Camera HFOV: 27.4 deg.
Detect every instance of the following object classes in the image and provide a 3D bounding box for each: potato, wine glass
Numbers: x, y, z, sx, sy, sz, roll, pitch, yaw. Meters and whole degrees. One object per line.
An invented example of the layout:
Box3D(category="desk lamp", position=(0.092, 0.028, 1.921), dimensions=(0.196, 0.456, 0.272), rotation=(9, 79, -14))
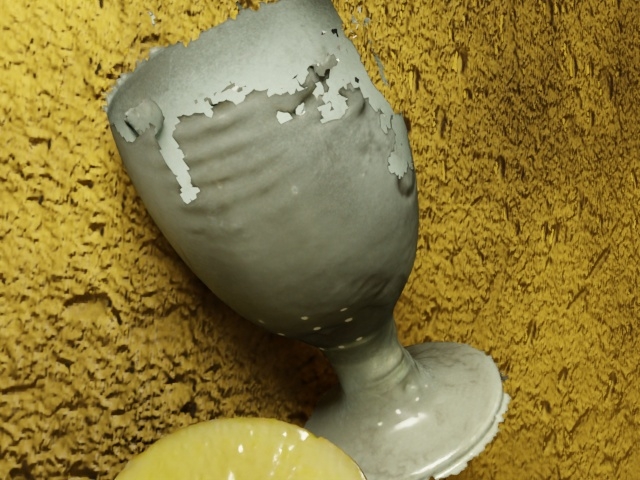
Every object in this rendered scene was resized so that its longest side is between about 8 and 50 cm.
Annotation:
Box3D(category="potato", position=(-0.035, 0.226, 0.892), dimensions=(0.158, 0.204, 0.178), rotation=(54, 23, -55))
Box3D(category="wine glass", position=(-0.004, 0.004, 0.915), dimensions=(0.190, 0.190, 0.357), rotation=(-44, 123, -36))
